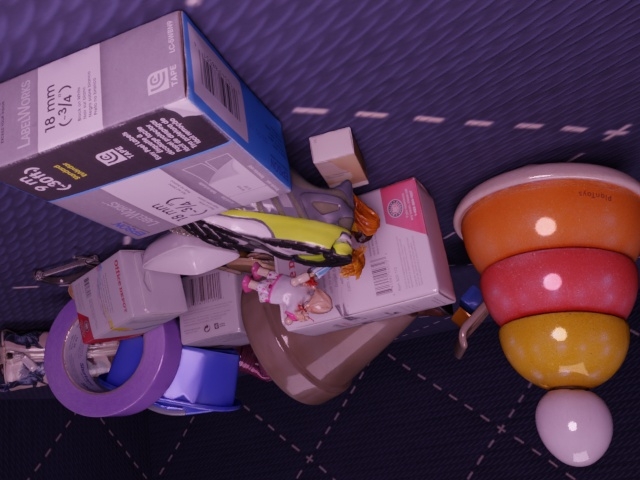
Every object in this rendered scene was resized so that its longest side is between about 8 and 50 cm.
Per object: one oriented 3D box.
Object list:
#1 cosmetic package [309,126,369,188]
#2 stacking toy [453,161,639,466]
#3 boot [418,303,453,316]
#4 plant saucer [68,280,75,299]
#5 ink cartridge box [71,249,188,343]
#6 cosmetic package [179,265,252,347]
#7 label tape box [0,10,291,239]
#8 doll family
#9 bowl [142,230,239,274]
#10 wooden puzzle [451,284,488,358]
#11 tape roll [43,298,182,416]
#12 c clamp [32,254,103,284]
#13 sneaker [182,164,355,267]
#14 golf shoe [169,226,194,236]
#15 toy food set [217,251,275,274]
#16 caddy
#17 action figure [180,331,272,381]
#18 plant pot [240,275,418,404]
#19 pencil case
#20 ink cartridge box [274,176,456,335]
[{"bbox_3d":[0.029,-0.111,0.819,0.060,0.041,0.115,-13,162,13],"label":"cosmetic package"},{"bbox_3d":[0.411,0.137,1.010,0.350,0.480,0.350,5,156,2],"label":"stacking toy"},{"bbox_3d":[0.187,0.178,1.532,0.280,0.096,0.264,-20,163,33],"label":"boot"},{"bbox_3d":[-0.477,0.104,1.200,0.083,0.015,0.083,-3,133,-3],"label":"plant saucer"},{"bbox_3d":[-0.364,0.107,1.105,0.176,0.128,0.127,-27,162,35],"label":"ink cartridge box"},{"bbox_3d":[-0.211,0.157,1.325,0.151,0.151,0.183,-15,161,19],"label":"cosmetic package"},{"bbox_3d":[-0.232,-0.090,0.645,0.333,0.106,0.240,-15,161,15],"label":"label tape box"},{"bbox_3d":[0.000,0.000,0.876,0.163,0.263,0.118,16,137,18],"label":"doll family"},{"bbox_3d":[-0.236,0.016,1.045,0.142,0.053,0.142,-23,159,34],"label":"bowl"},{"bbox_3d":[0.429,0.128,1.464,0.348,0.080,0.322,-51,162,-7],"label":"wooden puzzle"},{"bbox_3d":[-0.442,0.234,1.237,0.275,0.275,0.090,-13,161,8],"label":"tape roll"},{"bbox_3d":[-0.475,0.054,1.095,0.160,0.022,0.137,-18,165,19],"label":"c clamp"},{"bbox_3d":[-0.089,-0.050,0.805,0.300,0.121,0.111,14,160,7],"label":"sneaker"},{"bbox_3d":[-0.151,-0.038,0.913,0.176,0.069,0.086,-10,168,5],"label":"golf shoe"},{"bbox_3d":[-0.133,0.039,1.149,0.192,0.038,0.132,-2,165,35],"label":"toy food set"},{"bbox_3d":[-0.348,0.327,1.385,0.341,0.179,0.241,14,174,-10],"label":"caddy"},{"bbox_3d":[-0.222,0.325,1.611,0.370,0.276,0.248,24,172,-12],"label":"action figure"},{"bbox_3d":[0.039,0.143,1.227,0.280,0.323,0.323,-34,154,23],"label":"plant pot"},{"bbox_3d":[-0.611,0.292,1.506,0.410,0.160,0.183,-2,180,-21],"label":"pencil case"},{"bbox_3d":[0.070,0.037,1.024,0.283,0.207,0.117,-17,159,23],"label":"ink cartridge box"}]
